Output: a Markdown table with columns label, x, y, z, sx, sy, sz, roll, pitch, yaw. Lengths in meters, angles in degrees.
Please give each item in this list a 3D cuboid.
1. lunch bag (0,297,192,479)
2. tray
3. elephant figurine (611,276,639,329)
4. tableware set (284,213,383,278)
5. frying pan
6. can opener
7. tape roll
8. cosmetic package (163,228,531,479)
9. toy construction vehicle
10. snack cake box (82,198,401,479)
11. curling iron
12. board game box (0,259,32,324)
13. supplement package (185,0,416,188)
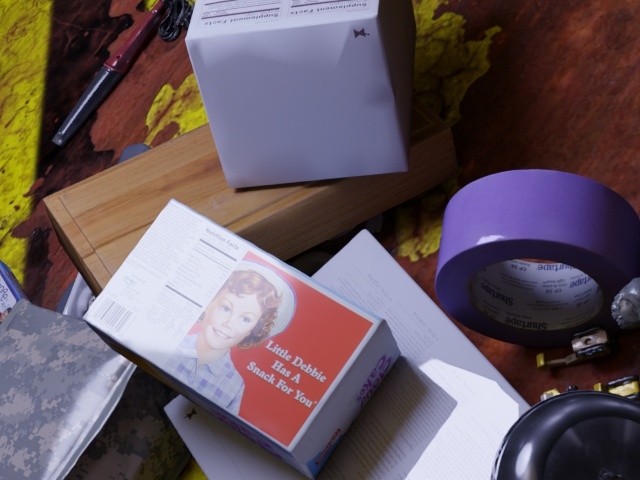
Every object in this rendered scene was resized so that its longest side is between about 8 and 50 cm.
| label | x | y | z | sx | sy | sz | roll | pitch | yaw |
| --- | --- | --- | --- | --- | --- | --- | --- | --- | --- |
| lunch bag | -0.291 | 0.235 | 1.668 | 0.235 | 0.169 | 0.287 | 14 | 61 | 41 |
| tray | -0.078 | -0.061 | 1.713 | 0.411 | 0.076 | 0.203 | -26 | 41 | -15 |
| elephant figurine | 0.376 | -0.018 | 1.408 | 0.169 | 0.186 | 0.239 | -97 | 29 | -78 |
| tableware set | 0.000 | 0.000 | 1.736 | 0.128 | 0.039 | 0.194 | -8 | 53 | 31 |
| frying pan | 0.295 | 0.190 | 1.332 | 0.326 | 0.053 | 0.197 | -26 | 74 | -20 |
| can opener | -0.261 | 0.009 | 1.892 | 0.093 | 0.074 | 0.280 | -2 | 56 | 35 |
| tape roll | 0.205 | 0.020 | 1.464 | 0.189 | 0.189 | 0.080 | -12 | 51 | 29 |
| cosmetic package | 0.045 | 0.199 | 1.505 | 0.284 | 0.097 | 0.377 | -40 | 43 | -1 |
| toy construction vehicle | 0.253 | 0.130 | 1.461 | 0.098 | 0.035 | 0.086 | -22 | 57 | 24 |
| snack cake box | -0.075 | 0.090 | 1.489 | 0.264 | 0.089 | 0.152 | 30 | 75 | 26 |
| curling iron | -0.271 | -0.235 | 2.121 | 0.274 | 0.035 | 0.068 | -47 | 43 | -5 |
| board game box | -0.415 | 0.121 | 1.944 | 0.136 | 0.035 | 0.201 | -42 | 43 | 0 |
| supplement package | -0.010 | -0.220 | 1.664 | 0.198 | 0.199 | 0.263 | -5 | 41 | 11 |
